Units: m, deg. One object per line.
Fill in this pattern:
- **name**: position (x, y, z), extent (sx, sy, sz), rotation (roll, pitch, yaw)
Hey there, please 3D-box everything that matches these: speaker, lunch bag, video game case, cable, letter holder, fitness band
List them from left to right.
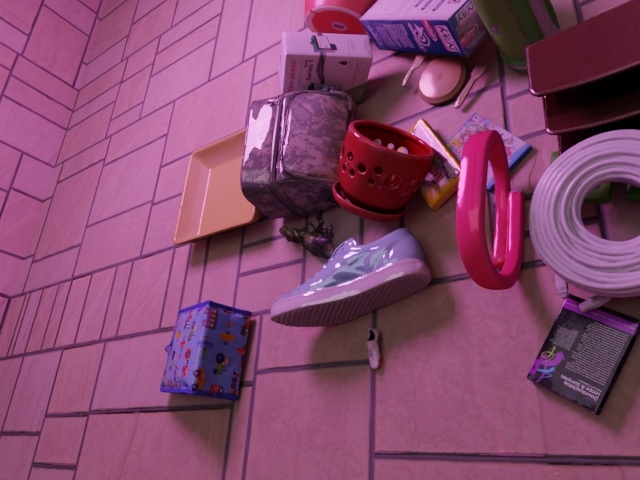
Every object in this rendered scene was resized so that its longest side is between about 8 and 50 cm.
- **lunch bag**: position (-0.330, 0.285, 1.357), extent (0.293, 0.138, 0.220), rotation (-12, 63, 46)
- **lunch bag**: position (-0.039, -0.223, 1.321), extent (0.256, 0.212, 0.304), rotation (-4, 65, 21)
- **video game case**: position (0.343, -0.190, 1.108), extent (0.119, 0.015, 0.166), rotation (-48, 47, 9)
- **fitness band**: position (0.306, -0.054, 0.932), extent (0.054, 0.209, 0.290), rotation (-7, 64, 36)
- **speaker**: position (0.373, -0.460, 1.025), extent (0.131, 0.297, 0.131), rotation (-19, 57, 32)
- **cable**: position (0.452, -0.042, 0.807), extent (0.257, 0.089, 0.257), rotation (-27, 68, 29)
- **letter holder**: position (0.513, -0.255, 0.844), extent (0.302, 0.152, 0.214), rotation (-16, 55, 38)

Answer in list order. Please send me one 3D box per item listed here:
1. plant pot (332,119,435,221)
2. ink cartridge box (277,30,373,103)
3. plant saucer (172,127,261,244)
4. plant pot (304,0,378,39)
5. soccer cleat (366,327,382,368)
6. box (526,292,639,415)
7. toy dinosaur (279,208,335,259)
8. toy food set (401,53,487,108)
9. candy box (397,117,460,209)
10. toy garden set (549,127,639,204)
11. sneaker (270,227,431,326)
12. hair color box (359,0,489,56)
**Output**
- **plant pot**: position (0.128, -0.143, 1.126), extent (0.191, 0.191, 0.174), rotation (45, 128, 44)
- **ink cartridge box**: position (0.007, -0.438, 1.342), extent (0.220, 0.160, 0.092), rotation (-2, 59, -9)
- **plant saucer**: position (-0.277, -0.153, 1.559), extent (0.333, 0.081, 0.332), rotation (-14, 60, 34)
- **plant pot**: position (0.075, -0.697, 1.444), extent (0.275, 0.275, 0.243), rotation (7, 82, 42)
- **soccer cleat**: position (0.107, 0.220, 1.075), extent (0.029, 0.036, 0.083), rotation (-13, 60, 35)
- **box**: position (0.421, 0.179, 0.842), extent (0.116, 0.029, 0.162), rotation (25, 84, 45)
- **toy dinosaur**: position (0.000, 0.000, 1.247), extent (0.268, 0.064, 0.118), rotation (37, 134, 40)
- **toy food set**: position (0.292, -0.382, 1.241), extent (0.192, 0.039, 0.132), rotation (39, 102, 39)
- **candy box**: position (0.240, -0.172, 1.164), extent (0.105, 0.027, 0.205), rotation (-50, 44, 27)
- **toy garden set**: position (0.533, -0.151, 0.908), extent (0.244, 0.049, 0.203), rotation (0, 64, 45)
- **sneaker**: position (0.054, 0.081, 1.136), extent (0.366, 0.135, 0.150), rotation (-20, 55, 18)
- **hair color box**: position (0.262, -0.536, 1.234), extent (0.174, 0.105, 0.347), rotation (-47, 34, -4)
